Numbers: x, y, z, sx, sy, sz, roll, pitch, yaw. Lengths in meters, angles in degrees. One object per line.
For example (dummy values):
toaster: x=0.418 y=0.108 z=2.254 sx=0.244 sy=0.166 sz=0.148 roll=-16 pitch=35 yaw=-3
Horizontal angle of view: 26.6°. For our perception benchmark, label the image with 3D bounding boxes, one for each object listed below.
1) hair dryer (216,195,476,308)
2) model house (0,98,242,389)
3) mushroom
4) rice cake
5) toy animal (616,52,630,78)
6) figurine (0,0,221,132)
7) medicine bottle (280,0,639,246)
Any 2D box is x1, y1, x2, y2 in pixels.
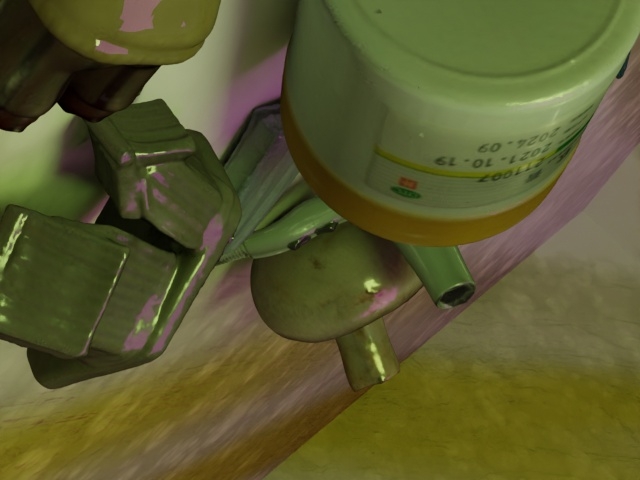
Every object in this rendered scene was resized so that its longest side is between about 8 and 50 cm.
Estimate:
hair dryer: x=0.032 y=0.014 z=1.344 sx=0.267 sy=0.229 sz=0.092 roll=-42 pitch=151 yaw=-9
model house: x=-0.162 y=0.005 z=0.956 sx=0.229 sy=0.122 sz=0.188 roll=-58 pitch=155 yaw=-1
mushroom: x=0.034 y=0.061 z=1.485 sx=0.207 sy=0.215 sz=0.207 roll=-18 pitch=-166 yaw=5
rice cake: x=-0.067 y=-0.049 z=1.253 sx=0.124 sy=0.038 sz=0.211 roll=-30 pitch=162 yaw=-50
toy animal: x=0.189 y=-0.213 z=1.300 sx=0.239 sy=0.256 sz=0.176 roll=-5 pitch=-169 yaw=-4
figurine: x=-0.044 y=-0.201 z=0.620 sx=0.365 sy=0.206 sz=0.218 roll=-23 pitch=160 yaw=40
medicine bottle: x=0.096 y=-0.144 z=0.996 sx=0.238 sy=0.238 sz=0.232 roll=-40 pitch=167 yaw=-20
